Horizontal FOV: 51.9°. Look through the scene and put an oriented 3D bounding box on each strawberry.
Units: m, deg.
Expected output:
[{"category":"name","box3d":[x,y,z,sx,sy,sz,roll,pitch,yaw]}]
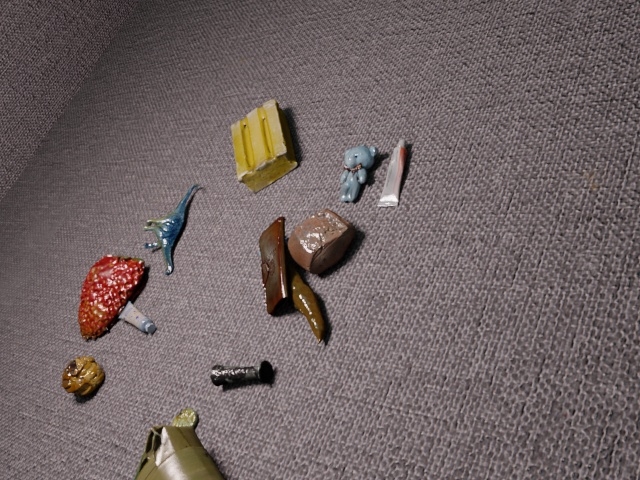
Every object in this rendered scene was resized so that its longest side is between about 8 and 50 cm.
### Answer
[{"category":"strawberry","box3d":[-0.720,0.173,2.181,0.233,0.138,0.306,3,58,38]}]

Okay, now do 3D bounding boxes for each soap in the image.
[{"category":"soap","box3d":[-0.191,-0.320,2.199,0.199,0.091,0.315,-30,42,15]}]

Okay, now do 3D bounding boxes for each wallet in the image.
[{"category":"wallet","box3d":[-0.128,0.073,1.803,0.137,0.031,0.255,-44,42,46]}]

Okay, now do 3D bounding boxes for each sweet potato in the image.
[{"category":"sweet potato","box3d":[-0.038,0.159,1.705,0.067,0.067,0.274,-37,44,8]}]

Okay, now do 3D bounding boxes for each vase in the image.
[{"category":"vase","box3d":[-0.203,0.341,1.687,0.167,0.059,0.059,-11,51,31]}]

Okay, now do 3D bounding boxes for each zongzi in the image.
[{"category":"zongzi","box3d":[-0.306,0.672,1.436,0.447,0.181,0.418,37,98,45]}]

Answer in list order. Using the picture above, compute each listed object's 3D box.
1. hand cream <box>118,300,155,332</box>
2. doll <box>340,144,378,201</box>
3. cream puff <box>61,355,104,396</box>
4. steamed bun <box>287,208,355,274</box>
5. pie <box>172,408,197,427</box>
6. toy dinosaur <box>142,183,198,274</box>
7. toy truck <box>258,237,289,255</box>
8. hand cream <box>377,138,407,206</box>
[{"category":"hand cream","box3d":[-0.574,0.246,2.067,0.170,0.043,0.065,21,75,43]},{"category":"doll","box3d":[0.092,-0.199,1.884,0.120,0.075,0.180,2,58,43]},{"category":"cream puff","box3d":[-0.735,0.412,2.023,0.119,0.104,0.133,-40,40,14]},{"category":"steamed bun","box3d":[0.000,0.000,1.771,0.175,0.106,0.145,-45,41,-5]},{"category":"pie","box3d":[-0.356,0.478,1.728,0.085,0.017,0.085,-22,44,23]},{"category":"toy dinosaur","box3d":[-0.519,-0.044,2.248,0.147,0.076,0.363,3,59,17]},{"category":"toy truck","box3d":[-0.138,0.016,1.911,0.090,0.056,0.073,-56,45,5]},{"category":"hand cream","box3d":[0.209,-0.187,1.818,0.052,0.038,0.216,-24,45,57]}]
